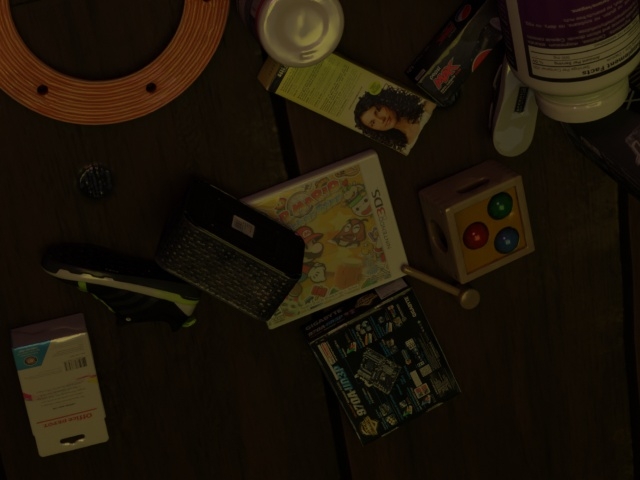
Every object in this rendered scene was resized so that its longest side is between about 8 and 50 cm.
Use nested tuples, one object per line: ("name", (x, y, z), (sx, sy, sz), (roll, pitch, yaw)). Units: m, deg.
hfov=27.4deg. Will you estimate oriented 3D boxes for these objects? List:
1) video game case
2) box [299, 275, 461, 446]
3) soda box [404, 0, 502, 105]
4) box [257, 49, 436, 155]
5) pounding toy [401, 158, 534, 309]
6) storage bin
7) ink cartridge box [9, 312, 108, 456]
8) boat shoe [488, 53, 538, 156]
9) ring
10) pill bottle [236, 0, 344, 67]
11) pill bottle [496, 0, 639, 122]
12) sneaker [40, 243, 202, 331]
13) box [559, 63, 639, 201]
("video game case", (0.000, 0.000, 1.874), (0.227, 0.026, 0.206), (-21, 119, -7))
("box", (0.093, 0.182, 1.974), (0.175, 0.051, 0.220), (-29, 120, -3))
("soda box", (0.195, -0.270, 1.793), (0.060, 0.053, 0.169), (35, 100, -28))
("box", (0.037, -0.201, 1.773), (0.232, 0.058, 0.087), (22, 106, -25))
("pounding toy", (0.213, 0.018, 1.897), (0.181, 0.094, 0.206), (-24, 119, -16))
("storage bin", (-0.119, 0.012, 1.760), (0.180, 0.122, 0.084), (30, 118, -14))
("ink cartridge box", (-0.363, 0.202, 1.832), (0.104, 0.061, 0.181), (-12, 117, -12))
("boat shoe", (0.278, -0.229, 1.830), (0.078, 0.070, 0.219), (10, 114, -13))
("ring", (-0.279, -0.307, 1.639), (0.336, 0.032, 0.336), (-7, 116, -14))
("pill bottle", (-0.045, -0.290, 1.634), (0.108, 0.180, 0.108), (-7, 116, -14))
("pill bottle", (0.310, -0.309, 1.640), (0.181, 0.181, 0.323), (-24, 133, -6))
("sneaker", (-0.272, 0.077, 1.790), (0.234, 0.084, 0.097), (15, 110, -23))
("box", (0.497, -0.166, 1.794), (0.242, 0.307, 0.076), (-35, 124, 1))
